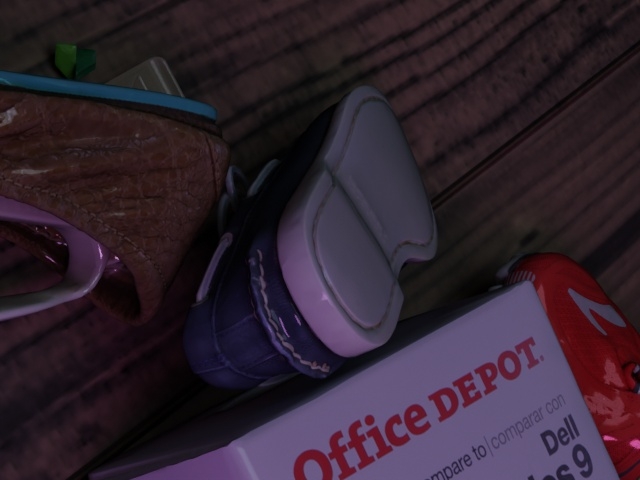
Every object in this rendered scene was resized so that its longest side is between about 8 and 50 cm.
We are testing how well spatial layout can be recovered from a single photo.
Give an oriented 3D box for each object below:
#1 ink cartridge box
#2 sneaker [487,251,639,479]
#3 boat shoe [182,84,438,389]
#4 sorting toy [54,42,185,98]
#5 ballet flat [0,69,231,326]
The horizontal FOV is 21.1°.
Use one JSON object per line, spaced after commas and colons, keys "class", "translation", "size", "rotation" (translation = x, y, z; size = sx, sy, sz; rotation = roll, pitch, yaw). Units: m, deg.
{"class": "ink cartridge box", "translation": [0.051, 0.189, 0.754], "size": [0.211, 0.121, 0.289], "rotation": [-25, 91, -44]}
{"class": "sneaker", "translation": [0.197, 0.107, 0.917], "size": [0.279, 0.118, 0.107], "rotation": [51, 48, -15]}
{"class": "boat shoe", "translation": [0.000, 0.000, 0.785], "size": [0.095, 0.079, 0.254], "rotation": [59, 19, -16]}
{"class": "sorting toy", "translation": [-0.091, -0.061, 0.799], "size": [0.062, 0.012, 0.083], "rotation": [-35, 102, -38]}
{"class": "ballet flat", "translation": [-0.183, -0.028, 0.656], "size": [0.342, 0.116, 0.124], "rotation": [15, 83, -42]}
